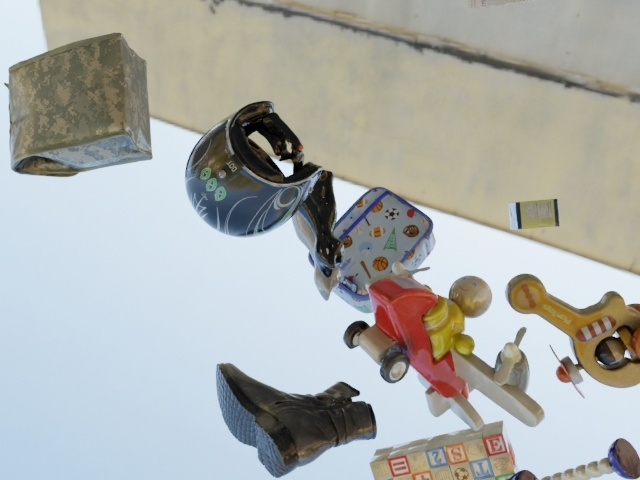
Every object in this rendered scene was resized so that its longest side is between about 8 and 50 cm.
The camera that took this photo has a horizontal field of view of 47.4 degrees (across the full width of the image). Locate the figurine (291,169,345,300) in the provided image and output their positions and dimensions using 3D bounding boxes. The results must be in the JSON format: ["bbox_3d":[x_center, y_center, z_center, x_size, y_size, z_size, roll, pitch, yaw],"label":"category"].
[{"bbox_3d":[0.000,0.000,1.485,0.092,0.215,0.210,-10,-115,-6],"label":"figurine"}]

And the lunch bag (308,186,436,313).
[{"bbox_3d":[0.121,0.020,1.828,0.303,0.115,0.243,-44,-119,-14],"label":"lunch bag"}]

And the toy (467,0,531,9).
[{"bbox_3d":[0.440,-0.595,1.596,0.237,0.137,0.056,-4,174,9],"label":"toy"}]

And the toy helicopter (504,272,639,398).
[{"bbox_3d":[0.532,0.193,1.523,0.355,0.235,0.140,30,-164,-5],"label":"toy helicopter"}]

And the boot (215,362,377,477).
[{"bbox_3d":[-0.055,0.322,1.419,0.222,0.118,0.338,-14,-151,-28],"label":"boot"}]

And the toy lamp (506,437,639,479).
[{"bbox_3d":[0.435,0.430,1.313,0.080,0.274,0.080,23,-133,-27],"label":"toy lamp"}]

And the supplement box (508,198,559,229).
[{"bbox_3d":[0.433,-0.053,1.484,0.083,0.056,0.083,-4,-178,4],"label":"supplement box"}]

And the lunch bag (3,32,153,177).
[{"bbox_3d":[-0.512,-0.269,1.519,0.286,0.169,0.235,-10,-104,7],"label":"lunch bag"}]

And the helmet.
[{"bbox_3d":[-0.093,-0.082,0.944,0.169,0.161,0.170,17,-126,-25],"label":"helmet"}]

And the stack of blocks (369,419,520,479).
[{"bbox_3d":[0.276,0.515,1.579,0.297,0.171,0.087,-18,180,16],"label":"stack of blocks"}]

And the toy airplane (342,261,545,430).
[{"bbox_3d":[0.251,0.197,1.442,0.386,0.272,0.384,40,177,3],"label":"toy airplane"}]
